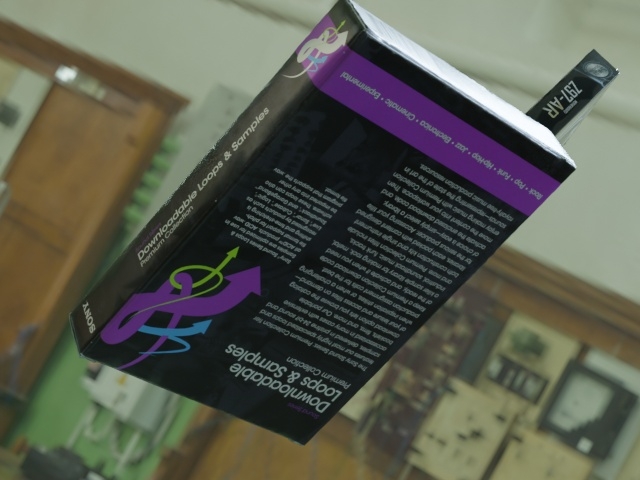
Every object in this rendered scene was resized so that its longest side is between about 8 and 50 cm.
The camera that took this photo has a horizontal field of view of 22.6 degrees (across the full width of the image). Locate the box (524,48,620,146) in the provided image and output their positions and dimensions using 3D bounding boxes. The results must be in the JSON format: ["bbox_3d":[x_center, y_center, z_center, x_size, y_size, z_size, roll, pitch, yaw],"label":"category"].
[{"bbox_3d":[0.108,-0.051,0.794,0.018,0.067,0.083,44,-23,8],"label":"box"}]

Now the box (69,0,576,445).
[{"bbox_3d":[0.000,0.000,0.594,0.116,0.162,0.029,28,22,-37],"label":"box"}]
